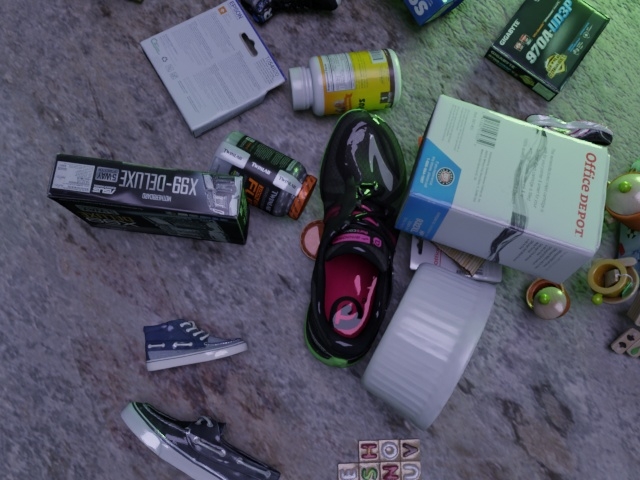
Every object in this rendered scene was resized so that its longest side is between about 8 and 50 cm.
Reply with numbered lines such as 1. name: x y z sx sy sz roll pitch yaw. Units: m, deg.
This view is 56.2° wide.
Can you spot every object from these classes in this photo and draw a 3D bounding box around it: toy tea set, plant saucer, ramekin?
1. toy tea set: 0.505 0.001 1.126 0.124 0.200 0.336 32 78 -40
2. plant saucer: 0.000 0.000 1.190 0.083 0.013 0.084 1 80 -4
3. ramekin: 0.180 0.172 1.043 0.135 0.277 0.277 27 78 9

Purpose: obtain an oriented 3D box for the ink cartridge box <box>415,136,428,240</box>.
1. ink cartridge box: 0.324 -0.101 1.147 0.274 0.060 0.239 7 64 -3

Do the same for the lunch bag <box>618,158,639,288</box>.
1. lunch bag: 0.736 -0.033 1.196 0.243 0.115 0.304 15 80 -3

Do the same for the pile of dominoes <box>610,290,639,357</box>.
1. pile of dominoes: 0.707 0.169 1.133 0.251 0.040 0.196 17 111 -5

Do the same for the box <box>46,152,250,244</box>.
1. box: -0.286 -0.065 1.070 0.307 0.242 0.077 7 79 -3

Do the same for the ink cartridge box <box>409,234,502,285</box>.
1. ink cartridge box: 0.261 0.025 1.178 0.180 0.060 0.104 8 77 -2

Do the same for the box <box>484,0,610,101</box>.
1. box: 0.487 -0.435 1.286 0.175 0.051 0.220 37 80 4

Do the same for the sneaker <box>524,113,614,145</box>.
1. sneaker: 0.509 -0.208 1.244 0.178 0.072 0.077 9 90 6

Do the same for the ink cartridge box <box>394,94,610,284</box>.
1. ink cartridge box: 0.311 -0.088 1.033 0.307 0.129 0.223 19 62 4

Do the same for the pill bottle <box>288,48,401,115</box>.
1. pill bottle: 0.046 -0.314 1.201 0.214 0.117 0.117 -8 80 -5

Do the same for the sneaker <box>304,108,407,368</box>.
1. sneaker: 0.080 -0.010 1.089 0.185 0.202 0.483 6 81 -8

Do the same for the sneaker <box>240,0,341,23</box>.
1. sneaker: -0.075 -0.496 1.255 0.216 0.079 0.121 25 82 10

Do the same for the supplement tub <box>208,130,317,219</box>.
1. supplement tub: -0.109 -0.121 1.154 0.190 0.117 0.117 27 79 2

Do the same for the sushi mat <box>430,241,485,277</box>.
1. sushi mat: 0.325 -0.083 1.182 0.151 0.019 0.316 38 66 13

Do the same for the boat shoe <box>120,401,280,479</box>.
1. boat shoe: -0.208 0.361 1.061 0.301 0.108 0.102 35 79 1

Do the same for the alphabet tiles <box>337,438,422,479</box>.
1. alphabet tiles: 0.132 0.491 1.106 0.198 0.009 0.238 0 80 -3

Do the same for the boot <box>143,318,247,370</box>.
1. boot: -0.234 0.183 1.111 0.189 0.069 0.086 -10 83 -4

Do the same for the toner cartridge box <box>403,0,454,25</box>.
1. toner cartridge box: 0.170 -0.624 1.222 0.165 0.075 0.348 -40 97 -42

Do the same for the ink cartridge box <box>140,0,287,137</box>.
1. ink cartridge box: -0.217 -0.357 1.229 0.223 0.045 0.223 -30 83 -10
